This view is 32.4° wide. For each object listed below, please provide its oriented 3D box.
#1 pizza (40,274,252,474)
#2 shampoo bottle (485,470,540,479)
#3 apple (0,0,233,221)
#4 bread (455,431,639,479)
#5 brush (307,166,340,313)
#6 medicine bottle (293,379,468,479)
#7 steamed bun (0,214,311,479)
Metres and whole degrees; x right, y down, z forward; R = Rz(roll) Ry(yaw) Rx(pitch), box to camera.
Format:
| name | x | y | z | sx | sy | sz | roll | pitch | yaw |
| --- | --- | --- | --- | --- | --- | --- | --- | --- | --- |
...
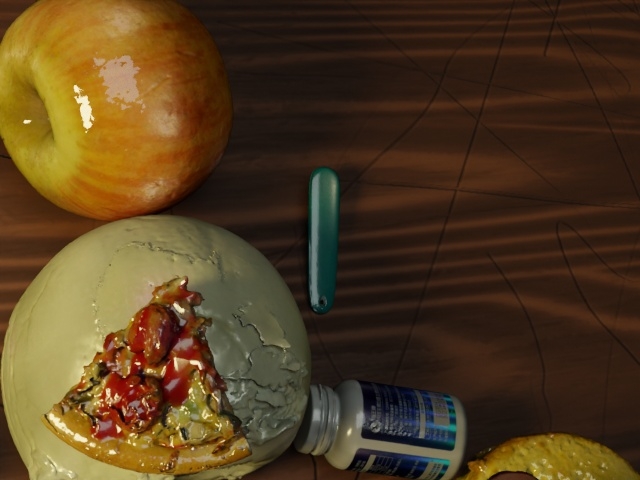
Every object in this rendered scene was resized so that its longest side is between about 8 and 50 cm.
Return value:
| name | x | y | z | sx | sy | sz | roll | pitch | yaw |
| --- | --- | --- | --- | --- | --- | --- | --- | --- | --- |
| pizza | -0.164 | 0.124 | 1.046 | 0.201 | 0.053 | 0.193 | 0 | 78 | 3 |
| shampoo bottle | 0.206 | 0.384 | 1.180 | 0.129 | 0.323 | 0.084 | -15 | 35 | -10 |
| apple | -0.237 | -0.160 | 1.273 | 0.233 | 0.286 | 0.286 | -23 | 77 | -41 |
| bread | 0.248 | 0.301 | 1.312 | 0.261 | 0.160 | 0.147 | -11 | 66 | -16 |
| brush | 0.000 | 0.000 | 1.422 | 0.043 | 0.032 | 0.193 | 6 | 79 | -21 |
| medicine bottle | 0.070 | 0.223 | 1.306 | 0.191 | 0.107 | 0.107 | 11 | 66 | -15 |
| steamed bun | -0.175 | 0.118 | 1.196 | 0.334 | 0.233 | 0.312 | -16 | 76 | -25 |
